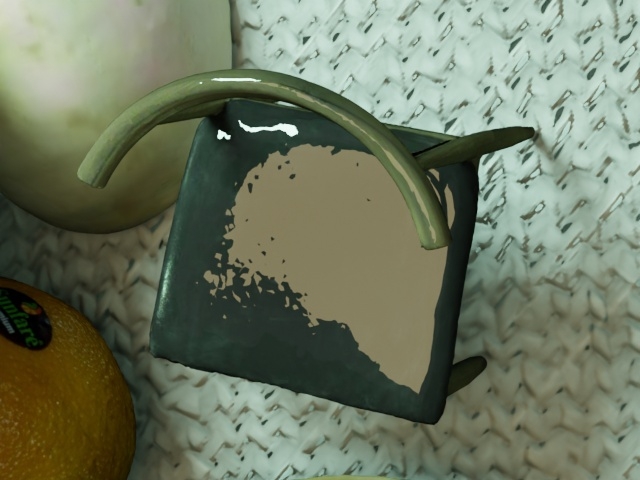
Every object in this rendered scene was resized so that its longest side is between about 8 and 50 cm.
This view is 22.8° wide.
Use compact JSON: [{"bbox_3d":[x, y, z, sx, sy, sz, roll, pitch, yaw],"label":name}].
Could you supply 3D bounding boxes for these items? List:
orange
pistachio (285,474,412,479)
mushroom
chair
[{"bbox_3d":[-0.215,0.115,0.967,0.206,0.206,0.206,1,92,16],"label":"orange"},{"bbox_3d":[0.010,0.196,0.936,0.226,0.136,0.136,-2,91,14],"label":"pistachio"},{"bbox_3d":[-0.176,-0.087,0.962,0.236,0.162,0.173,-18,85,18],"label":"mushroom"},{"bbox_3d":[0.000,0.000,0.858,0.188,0.272,0.166,12,95,16],"label":"chair"}]
